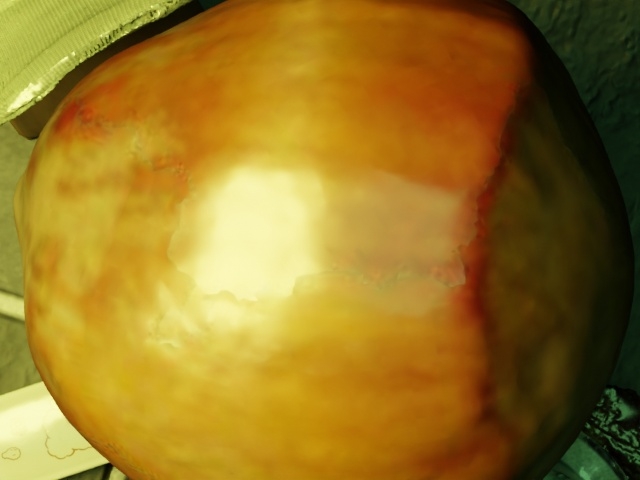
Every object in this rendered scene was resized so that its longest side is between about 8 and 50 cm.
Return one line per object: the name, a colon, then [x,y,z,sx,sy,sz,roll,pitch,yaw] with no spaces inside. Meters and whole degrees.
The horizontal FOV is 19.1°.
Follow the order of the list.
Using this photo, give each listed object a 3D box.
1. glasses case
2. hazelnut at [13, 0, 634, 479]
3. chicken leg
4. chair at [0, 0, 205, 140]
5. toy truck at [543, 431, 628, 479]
glasses case: [-0.181,0.134,1.410,0.193,0.049,0.074,-18,91,-2]
hazelnut: [0.009,0.000,1.122,0.366,0.366,0.365,0,89,-3]
chicken leg: [0.266,0.170,1.424,0.253,0.051,0.106,21,105,1]
chair: [-0.168,-0.157,1.274,0.160,0.186,0.319,-31,48,-3]
toy truck: [0.083,0.183,1.349,0.173,0.207,0.387,-43,85,-14]
